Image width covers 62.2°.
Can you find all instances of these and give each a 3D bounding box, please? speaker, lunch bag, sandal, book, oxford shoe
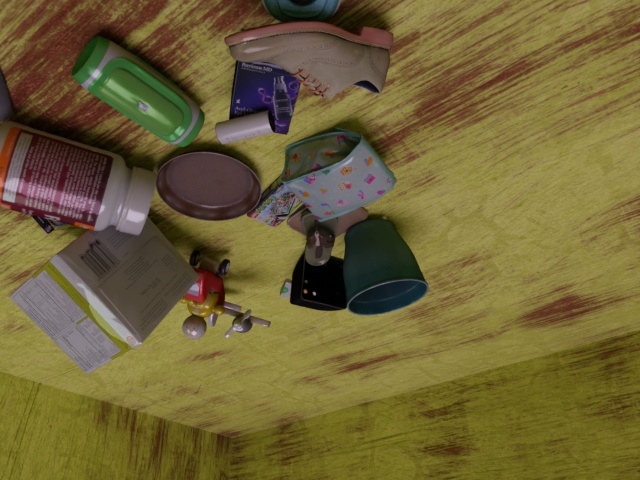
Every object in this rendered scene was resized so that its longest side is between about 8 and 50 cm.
[{"bbox_3d":[-0.177,-0.269,1.262,0.136,0.055,0.055,-11,144,13],"label":"speaker"},{"bbox_3d":[0.056,-0.191,1.488,0.262,0.160,0.223,-16,142,27],"label":"lunch bag"},{"bbox_3d":[0.001,0.001,1.745,0.120,0.086,0.303,-5,142,-2],"label":"sandal"},{"bbox_3d":[-0.082,0.199,2.137,0.144,0.035,0.096,10,139,-15],"label":"book"},{"bbox_3d":[-0.424,-0.346,1.264,0.131,0.131,0.296,-28,138,31],"label":"speaker"},{"bbox_3d":[-0.007,-0.374,1.112,0.396,0.140,0.147,-8,107,-29],"label":"oxford shoe"}]

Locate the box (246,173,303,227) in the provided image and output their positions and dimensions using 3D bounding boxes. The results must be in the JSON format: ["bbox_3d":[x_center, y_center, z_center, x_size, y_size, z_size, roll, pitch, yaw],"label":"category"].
[{"bbox_3d":[-0.131,-0.122,1.674,0.114,0.036,0.207,22,138,-30],"label":"box"}]

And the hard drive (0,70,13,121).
[{"bbox_3d":[-0.842,-0.385,1.240,0.171,0.054,0.255,4,144,-10],"label":"hard drive"}]

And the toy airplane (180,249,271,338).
[{"bbox_3d":[-0.428,0.245,1.962,0.386,0.273,0.384,-14,136,43],"label":"toy airplane"}]

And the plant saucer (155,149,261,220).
[{"bbox_3d":[-0.330,-0.168,1.585,0.310,0.050,0.311,-1,144,-1],"label":"plant saucer"}]

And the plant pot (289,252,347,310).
[{"bbox_3d":[-0.020,0.170,1.981,0.188,0.188,0.167,17,152,-25],"label":"plant pot"}]

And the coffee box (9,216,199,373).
[{"bbox_3d":[-0.659,0.144,1.651,0.334,0.338,0.338,-30,106,34],"label":"coffee box"}]

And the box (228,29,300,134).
[{"bbox_3d":[-0.132,-0.371,1.263,0.153,0.108,0.207,6,144,-11],"label":"box"}]

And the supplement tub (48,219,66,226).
[{"bbox_3d":[-0.819,-0.098,1.633,0.070,0.071,0.107,-5,145,3],"label":"supplement tub"}]

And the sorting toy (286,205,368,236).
[{"bbox_3d":[0.022,-0.077,1.753,0.193,0.038,0.208,28,130,-36],"label":"sorting toy"}]

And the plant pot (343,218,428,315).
[{"bbox_3d":[0.192,0.080,1.772,0.271,0.255,0.272,-10,151,-6],"label":"plant pot"}]

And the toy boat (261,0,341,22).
[{"bbox_3d":[0.030,-0.531,1.014,0.317,0.148,0.268,-2,144,-1],"label":"toy boat"}]

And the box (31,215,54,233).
[{"bbox_3d":[-0.874,-0.104,1.593,0.029,0.116,0.162,-40,150,-18],"label":"box"}]

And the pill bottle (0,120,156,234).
[{"bbox_3d":[-0.665,-0.154,1.433,0.391,0.224,0.224,16,140,-24],"label":"pill bottle"}]
